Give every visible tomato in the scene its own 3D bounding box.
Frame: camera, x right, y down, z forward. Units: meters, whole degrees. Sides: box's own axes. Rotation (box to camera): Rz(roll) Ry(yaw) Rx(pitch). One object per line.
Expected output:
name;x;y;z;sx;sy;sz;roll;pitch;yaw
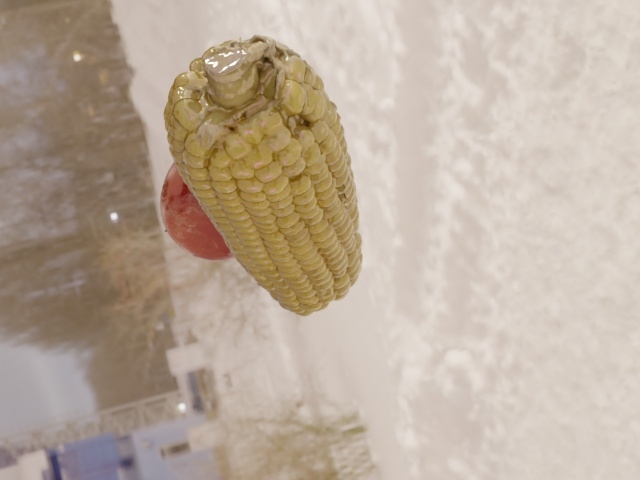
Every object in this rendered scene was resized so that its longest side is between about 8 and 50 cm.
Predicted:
tomato;-0.174;-0.059;1.963;0.099;0.173;0.189;-168;80;-77

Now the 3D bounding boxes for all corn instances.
corn;-0.035;-0.042;0.972;0.347;0.130;0.130;70;180;-58
